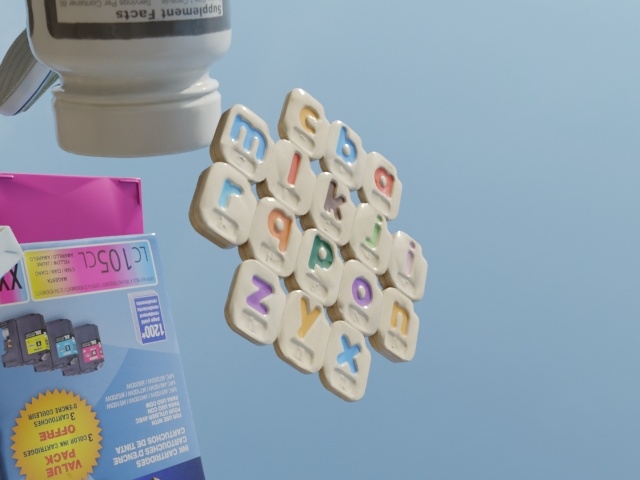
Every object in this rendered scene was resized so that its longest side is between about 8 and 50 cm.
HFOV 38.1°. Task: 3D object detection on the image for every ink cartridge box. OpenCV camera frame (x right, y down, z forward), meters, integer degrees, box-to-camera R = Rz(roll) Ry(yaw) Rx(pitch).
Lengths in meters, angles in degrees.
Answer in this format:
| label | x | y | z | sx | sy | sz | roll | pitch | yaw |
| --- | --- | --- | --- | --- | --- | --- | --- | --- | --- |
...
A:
| label | x | y | z | sx | sy | sz | roll | pitch | yaw |
| --- | --- | --- | --- | --- | --- | --- | --- | --- | --- |
| ink cartridge box | -0.266 | 0.013 | 0.678 | 0.083 | 0.028 | 0.048 | 0 | -143 | 28 |
| ink cartridge box | -0.293 | 0.203 | 1.067 | 0.151 | 0.270 | 0.395 | -15 | -95 | 40 |

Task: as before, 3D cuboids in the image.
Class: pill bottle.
| label | x | y | z | sx | sy | sz | roll | pitch | yaw |
| --- | --- | --- | --- | --- | --- | --- | --- | --- | --- |
| pill bottle | -0.192 | -0.275 | 0.916 | 0.204 | 0.204 | 0.361 | 11 | -69 | 32 |

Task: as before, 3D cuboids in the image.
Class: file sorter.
| label | x | y | z | sx | sy | sz | roll | pitch | yaw |
| --- | --- | --- | --- | --- | --- | --- | --- | --- | --- |
| file sorter | -0.473 | -0.001 | 1.583 | 0.182 | 0.291 | 0.202 | -5 | -93 | 43 |

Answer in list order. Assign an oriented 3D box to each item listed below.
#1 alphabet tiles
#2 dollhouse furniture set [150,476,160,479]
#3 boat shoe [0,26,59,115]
| label | x | y | z | sx | sy | sz | roll | pitch | yaw |
| --- | --- | --- | --- | --- | --- | --- | --- | --- | --- |
| alphabet tiles | 0.000 | 0.000 | 0.882 | 0.021 | 0.284 | 0.278 | -23 | -137 | 41 |
| dollhouse furniture set | -0.133 | 0.398 | 1.006 | 0.212 | 0.161 | 0.242 | 26 | -97 | -11 |
| boat shoe | -0.405 | -0.315 | 1.465 | 0.109 | 0.094 | 0.302 | 30 | -94 | 45 |
